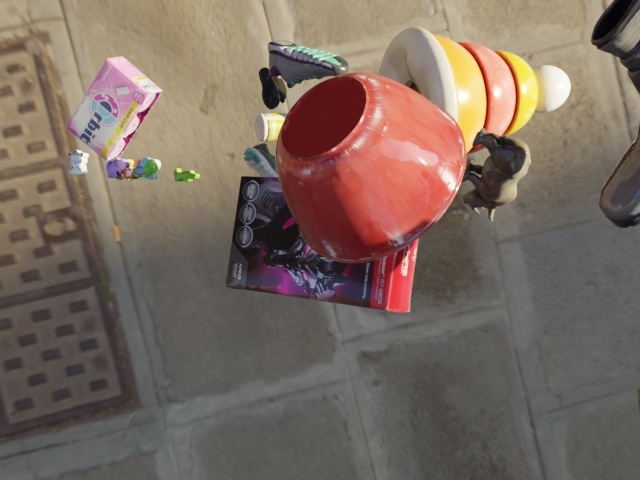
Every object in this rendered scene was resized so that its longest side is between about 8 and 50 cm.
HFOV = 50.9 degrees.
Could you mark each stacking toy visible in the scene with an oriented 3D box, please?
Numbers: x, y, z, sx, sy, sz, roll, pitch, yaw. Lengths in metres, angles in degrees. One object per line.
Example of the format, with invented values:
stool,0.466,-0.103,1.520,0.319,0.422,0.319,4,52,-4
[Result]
stacking toy,-0.391,-0.154,1.407,0.221,0.167,0.052,4,93,21
stacking toy,0.407,-0.351,1.630,0.479,0.350,0.351,-10,92,-17

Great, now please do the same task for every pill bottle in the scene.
pill bottle,-0.090,-0.267,1.576,0.116,0.065,0.065,-7,91,-25

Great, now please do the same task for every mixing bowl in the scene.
mixing bowl,0.028,-0.082,0.601,0.181,0.181,0.098,-50,134,-4

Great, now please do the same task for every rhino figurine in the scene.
rhino figurine,0.315,-0.112,1.242,0.106,0.243,0.073,25,63,13

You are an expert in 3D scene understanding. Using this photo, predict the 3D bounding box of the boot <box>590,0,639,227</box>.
boot,0.419,-0.200,0.857,0.222,0.118,0.338,28,103,-21

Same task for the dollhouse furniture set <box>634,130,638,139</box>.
dollhouse furniture set,0.797,-0.116,1.474,0.151,0.197,0.301,-39,84,-10

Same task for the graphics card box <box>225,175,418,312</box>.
graphics card box,0.000,0.000,1.283,0.370,0.094,0.233,6,86,32

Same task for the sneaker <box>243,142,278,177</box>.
sneaker,-0.124,-0.183,1.743,0.166,0.065,0.076,57,45,-15

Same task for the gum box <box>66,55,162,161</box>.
gum box,-0.417,-0.260,1.351,0.107,0.062,0.188,41,114,-1

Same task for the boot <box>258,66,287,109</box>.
boot,-0.116,-0.379,1.724,0.045,0.099,0.121,-19,75,16

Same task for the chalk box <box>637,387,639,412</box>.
chalk box,0.341,0.174,0.532,0.132,0.132,0.213,-14,70,35

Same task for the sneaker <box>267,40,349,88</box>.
sneaker,-0.030,-0.391,1.550,0.223,0.083,0.098,27,121,32
